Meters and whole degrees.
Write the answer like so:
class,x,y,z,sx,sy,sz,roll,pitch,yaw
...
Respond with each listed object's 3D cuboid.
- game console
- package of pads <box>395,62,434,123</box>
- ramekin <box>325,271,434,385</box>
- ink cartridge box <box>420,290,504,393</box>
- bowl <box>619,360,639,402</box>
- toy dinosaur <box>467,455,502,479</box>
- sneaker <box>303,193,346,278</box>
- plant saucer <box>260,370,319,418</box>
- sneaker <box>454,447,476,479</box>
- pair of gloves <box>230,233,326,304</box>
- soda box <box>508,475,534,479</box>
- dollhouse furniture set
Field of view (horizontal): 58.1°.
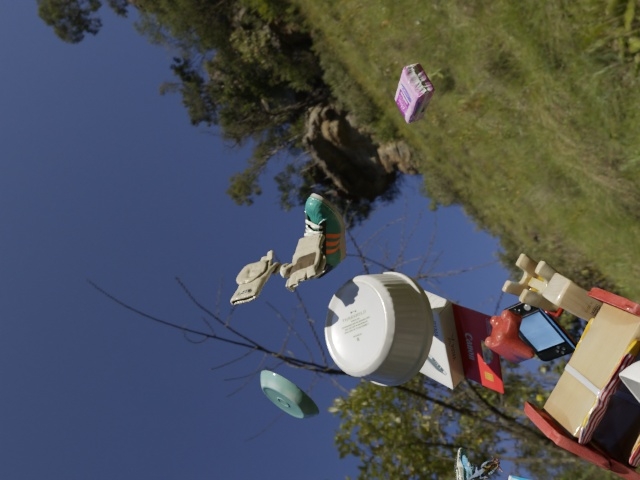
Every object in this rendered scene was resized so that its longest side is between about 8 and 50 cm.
class,x,y,z,sx,sy,sz,roll,pitch,yaw
game console,0.434,0.187,1.111,0.144,0.124,0.085,49,-139,-6
package of pads,0.132,-0.208,0.817,0.032,0.083,0.050,-22,-104,-8
ramekin,0.125,0.204,1.355,0.127,0.273,0.272,11,-107,-38
ink cartridge box,0.360,0.290,1.579,0.066,0.261,0.296,-38,-53,-29
bowl,0.409,0.186,0.610,0.053,0.142,0.142,-44,-77,-2
toy dinosaur,0.377,0.539,1.326,0.090,0.082,0.047,38,-164,-51
sneaker,0.000,0.000,1.637,0.121,0.108,0.302,-49,-32,-25
plant saucer,-0.057,0.263,0.964,0.119,0.119,0.021,52,-122,-23
sneaker,0.480,0.749,1.888,0.162,0.073,0.063,-66,-16,-66
pair of gloves,-0.096,0.075,1.424,0.204,0.240,0.042,-86,-26,-61
soda box,0.370,0.448,0.915,0.210,0.067,0.071,40,-122,-32
dollhouse furniture set,0.383,0.167,0.860,0.152,0.374,0.201,27,-84,-5
